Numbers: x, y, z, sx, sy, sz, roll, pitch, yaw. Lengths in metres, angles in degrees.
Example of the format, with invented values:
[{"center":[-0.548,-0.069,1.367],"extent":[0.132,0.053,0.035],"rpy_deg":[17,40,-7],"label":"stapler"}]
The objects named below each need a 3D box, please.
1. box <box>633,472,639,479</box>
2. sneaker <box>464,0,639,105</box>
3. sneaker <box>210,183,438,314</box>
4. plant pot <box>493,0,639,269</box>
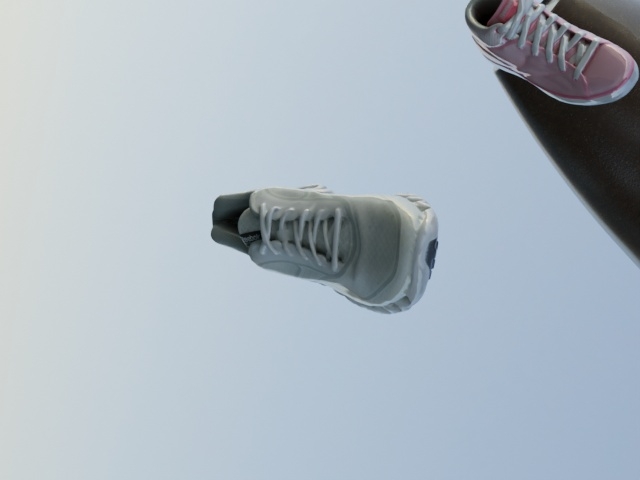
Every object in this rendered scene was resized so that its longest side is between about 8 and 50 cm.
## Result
[{"center":[0.371,0.319,1.260],"extent":[0.168,0.345,0.215],"rpy_deg":[-45,167,-17],"label":"box"},{"center":[0.158,-0.141,1.139],"extent":[0.134,0.070,0.051],"rpy_deg":[26,-102,36],"label":"sneaker"},{"center":[0.000,0.000,1.417],"extent":[0.292,0.118,0.110],"rpy_deg":[8,-92,60],"label":"sneaker"},{"center":[0.270,-0.115,1.384],"extent":[0.215,0.230,0.215],"rpy_deg":[-52,-175,7],"label":"plant pot"}]
